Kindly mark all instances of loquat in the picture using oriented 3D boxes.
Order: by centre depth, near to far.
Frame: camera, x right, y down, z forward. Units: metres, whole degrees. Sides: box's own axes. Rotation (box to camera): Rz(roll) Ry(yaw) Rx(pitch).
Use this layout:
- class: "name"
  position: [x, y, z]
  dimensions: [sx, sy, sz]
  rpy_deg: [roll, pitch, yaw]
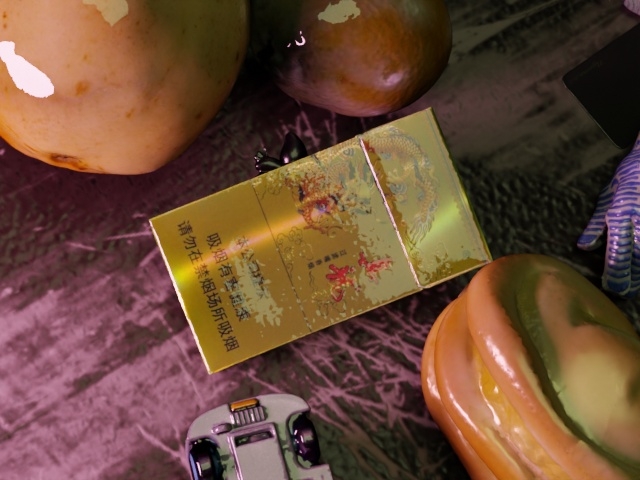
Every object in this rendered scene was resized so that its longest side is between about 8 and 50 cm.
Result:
- class: "loquat"
  position: [0.031, -0.224, 1.432]
  dimensions: [0.227, 0.179, 0.179]
  rpy_deg: [11, 68, -34]

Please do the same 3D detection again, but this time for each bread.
- class: "bread"
  position: [0.231, 0.169, 1.305]
  dimensions: [0.211, 0.270, 0.315]
  rpy_deg: [-43, 89, -5]

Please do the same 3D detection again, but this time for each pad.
- class: "pad"
  position: [0.370, -0.187, 1.575]
  dimensions: [0.157, 0.003, 0.112]
  rpy_deg: [-35, 81, -18]

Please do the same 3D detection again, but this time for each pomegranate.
- class: "pomegranate"
  position: [-0.217, -0.228, 1.341]
  dimensions: [0.319, 0.319, 0.319]
  rpy_deg: [3, 71, -8]

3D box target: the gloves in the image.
- class: "gloves"
  position: [0.358, -0.042, 1.486]
  dimensions: [0.119, 0.097, 0.229]
  rpy_deg: [11, 73, 27]

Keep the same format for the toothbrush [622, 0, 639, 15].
- class: "toothbrush"
  position: [0.537, -0.237, 1.606]
  dimensions: [0.375, 0.028, 0.037]
  rpy_deg: [16, 40, -4]

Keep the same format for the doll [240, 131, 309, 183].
- class: "doll"
  position: [0.018, -0.025, 1.431]
  dimensions: [0.219, 0.067, 0.091]
  rpy_deg: [39, 80, -1]

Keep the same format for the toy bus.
- class: "toy bus"
  position: [-0.052, 0.261, 1.284]
  dimensions: [0.126, 0.136, 0.209]
  rpy_deg: [-13, 75, -13]

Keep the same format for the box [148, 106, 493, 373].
- class: "box"
  position: [0.000, 0.000, 1.375]
  dimensions: [0.311, 0.043, 0.173]
  rpy_deg: [-21, 89, -1]
